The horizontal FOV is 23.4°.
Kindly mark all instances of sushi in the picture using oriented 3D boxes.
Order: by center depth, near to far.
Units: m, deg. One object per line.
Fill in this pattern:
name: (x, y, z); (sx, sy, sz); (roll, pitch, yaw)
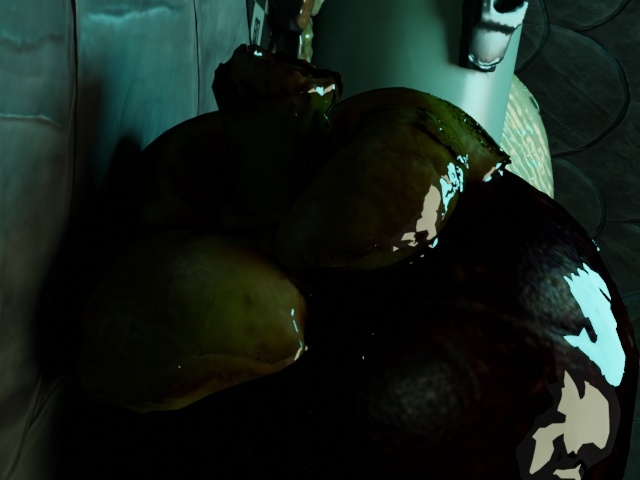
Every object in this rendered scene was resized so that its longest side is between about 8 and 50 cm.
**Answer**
sushi: (-0.016, -0.236, 1.452); (0.231, 0.047, 0.220); (87, 14, -53)

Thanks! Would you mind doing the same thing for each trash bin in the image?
trash bin: (0.084, -0.137, 1.610); (0.277, 0.217, 0.263); (18, -81, 58)

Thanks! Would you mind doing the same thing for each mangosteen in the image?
mangosteen: (0.029, 0.090, 1.044); (0.421, 0.381, 0.381); (68, 30, -52)

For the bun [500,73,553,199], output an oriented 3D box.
bun: (0.163, -0.088, 2.090); (0.359, 0.211, 0.360); (24, 60, -48)
